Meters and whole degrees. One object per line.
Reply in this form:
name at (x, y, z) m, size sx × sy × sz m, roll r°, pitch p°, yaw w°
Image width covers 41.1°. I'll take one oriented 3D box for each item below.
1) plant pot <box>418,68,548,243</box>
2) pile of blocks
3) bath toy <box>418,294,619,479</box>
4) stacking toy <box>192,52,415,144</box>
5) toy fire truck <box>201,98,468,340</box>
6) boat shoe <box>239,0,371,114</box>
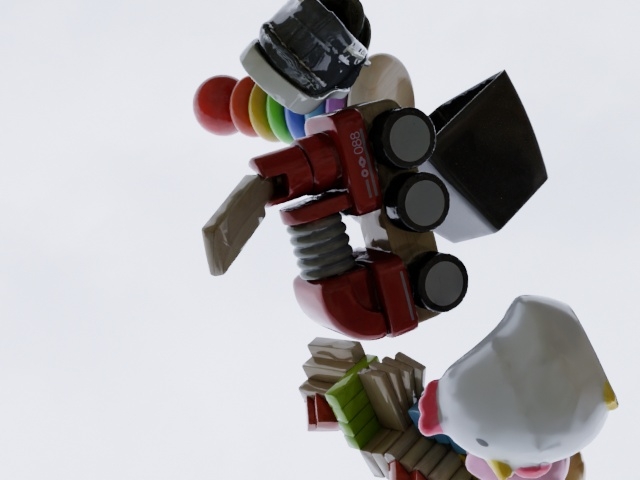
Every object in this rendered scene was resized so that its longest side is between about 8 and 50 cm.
plant pot at (0.210, -0.104, 1.229) m, size 0.188 × 0.187 × 0.167 m, roll -45°, pitch -80°, yaw -22°
pile of blocks at (0.100, 0.234, 0.997) m, size 0.362 × 0.149 × 0.112 m, roll 24°, pitch -133°, yaw 32°
bath toy at (0.159, 0.142, 0.684) m, size 0.129 × 0.348 × 0.151 m, roll -23°, pitch -110°, yaw 8°
stacking toy at (-0.044, -0.180, 1.171) m, size 0.330 × 0.141 × 0.141 m, roll 6°, pitch -124°, yaw 33°
toy fire truck at (0.000, 0.000, 0.784) m, size 0.246 × 0.158 × 0.217 m, roll -19°, pitch -78°, yaw -21°
boat shoe at (0.008, -0.200, 0.837) m, size 0.114 × 0.091 × 0.302 m, roll 41°, pitch -159°, yaw -12°
